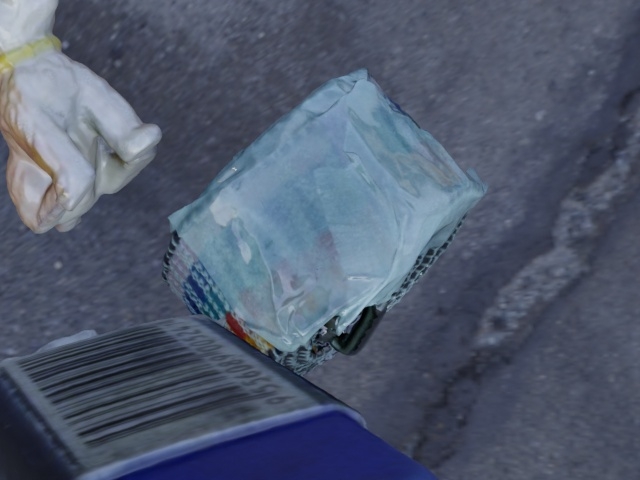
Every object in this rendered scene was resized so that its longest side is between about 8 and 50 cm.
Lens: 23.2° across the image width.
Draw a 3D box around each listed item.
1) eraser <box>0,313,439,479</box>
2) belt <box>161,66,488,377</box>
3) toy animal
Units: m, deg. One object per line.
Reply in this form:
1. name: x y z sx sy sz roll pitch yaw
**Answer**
1. eraser: -0.061 0.119 0.716 0.155 0.332 0.101 -16 106 -20
2. belt: 0.000 0.000 1.102 0.207 0.257 0.150 -38 79 -24
3. toy animal: -0.211 -0.098 1.091 0.104 0.184 0.185 -41 92 -26
